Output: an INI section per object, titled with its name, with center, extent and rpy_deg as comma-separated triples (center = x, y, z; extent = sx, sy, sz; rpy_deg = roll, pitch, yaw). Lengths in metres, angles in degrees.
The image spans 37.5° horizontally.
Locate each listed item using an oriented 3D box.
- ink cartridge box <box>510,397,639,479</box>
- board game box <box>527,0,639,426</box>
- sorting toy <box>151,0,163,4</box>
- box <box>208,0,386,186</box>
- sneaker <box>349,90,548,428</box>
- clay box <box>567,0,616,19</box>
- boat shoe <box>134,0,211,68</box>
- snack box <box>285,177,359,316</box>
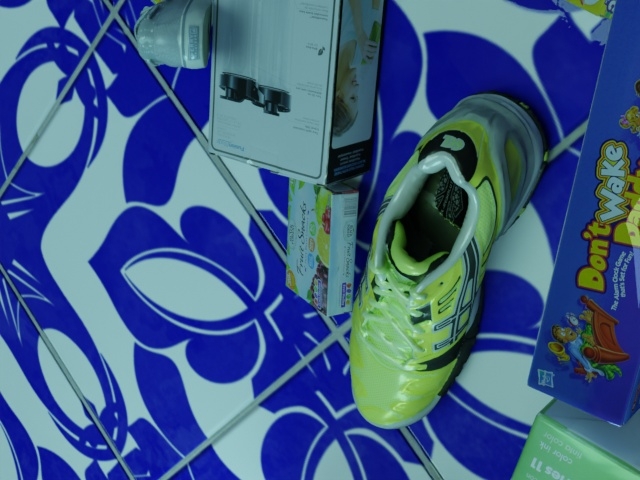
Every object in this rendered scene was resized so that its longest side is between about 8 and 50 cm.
[ink cartridge box]
center = 0.229, 0.287, 0.865
extent = 0.119, 0.207, 0.353
rpy_deg = 28, 119, 27
[board game box]
center = 0.273, -0.064, 0.707
extent = 0.078, 0.233, 0.347
rpy_deg = 22, 116, 32
[sorting toy]
center = -0.187, -0.307, 1.120
extent = 0.075, 0.045, 0.083
rpy_deg = 29, 121, 50
[box]
center = -0.025, -0.218, 0.985
extent = 0.169, 0.087, 0.290
rpy_deg = 17, 113, 33
[sneaker]
center = 0.089, 0.035, 0.936
extent = 0.145, 0.147, 0.384
rpy_deg = 29, 122, 26
[clay box]
center = 0.212, -0.260, 0.750
extent = 0.222, 0.053, 0.127
rpy_deg = 51, 134, 50
[boat shoe]
center = -0.158, -0.229, 1.005
extent = 0.081, 0.227, 0.079
rpy_deg = 3, 107, -6
[snack box]
center = 0.000, 0.000, 1.043
extent = 0.100, 0.037, 0.141
rpy_deg = 33, 125, 56
